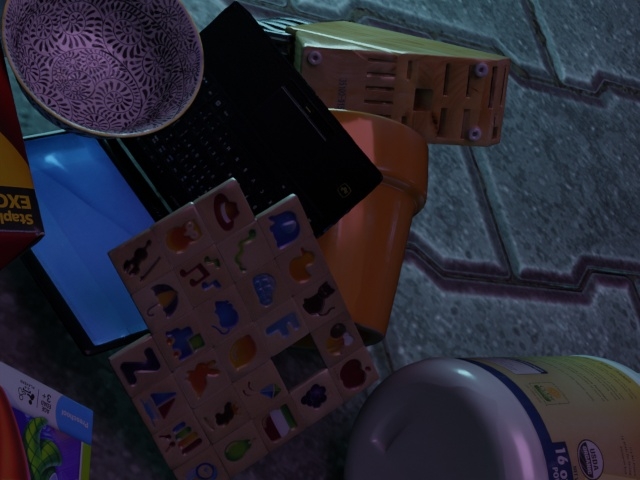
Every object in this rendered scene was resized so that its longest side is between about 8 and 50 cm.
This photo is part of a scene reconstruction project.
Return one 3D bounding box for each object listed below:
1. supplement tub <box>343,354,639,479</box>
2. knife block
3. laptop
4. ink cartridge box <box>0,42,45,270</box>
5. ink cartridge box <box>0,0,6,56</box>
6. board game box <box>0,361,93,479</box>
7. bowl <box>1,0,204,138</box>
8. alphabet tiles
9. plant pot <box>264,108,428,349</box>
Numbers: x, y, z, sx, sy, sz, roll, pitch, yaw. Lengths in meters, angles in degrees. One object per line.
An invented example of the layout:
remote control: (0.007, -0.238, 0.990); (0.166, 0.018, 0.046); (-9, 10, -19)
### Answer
supplement tub: (0.203, 0.222, 1.219); (0.316, 0.228, 0.228); (4, 61, -42)
knife block: (0.034, -0.175, 1.328); (0.276, 0.088, 0.242); (3, 20, -6)
laptop: (-0.129, -0.063, 1.106); (0.234, 0.264, 0.136); (52, 9, 22)
ink cartridge box: (-0.372, -0.042, 0.931); (0.309, 0.130, 0.271); (2, 63, -44)
ink cartridge box: (-0.338, -0.231, 1.063); (0.237, 0.172, 0.100); (-11, 69, -47)
board game box: (-0.293, 0.160, 0.820); (0.347, 0.078, 0.233); (39, 38, -45)
bowl: (-0.190, -0.147, 1.085); (0.170, 0.080, 0.170); (10, 64, -22)
alphabet tiles: (-0.073, 0.076, 1.066); (0.198, 0.009, 0.237); (-32, 117, -15)
plant pot: (0.000, 0.000, 1.225); (0.205, 0.205, 0.187); (14, 69, -37)
